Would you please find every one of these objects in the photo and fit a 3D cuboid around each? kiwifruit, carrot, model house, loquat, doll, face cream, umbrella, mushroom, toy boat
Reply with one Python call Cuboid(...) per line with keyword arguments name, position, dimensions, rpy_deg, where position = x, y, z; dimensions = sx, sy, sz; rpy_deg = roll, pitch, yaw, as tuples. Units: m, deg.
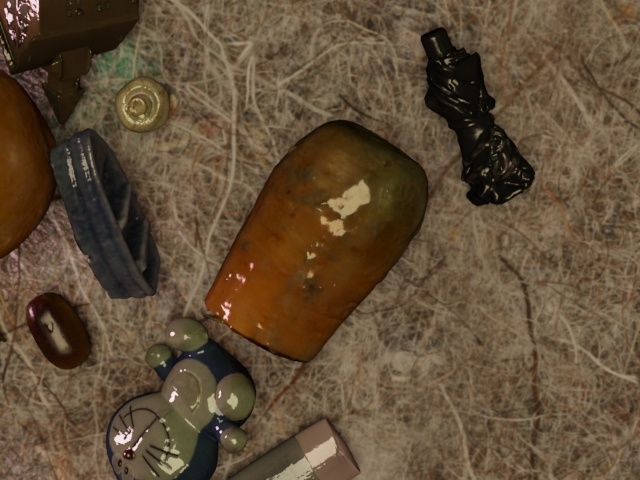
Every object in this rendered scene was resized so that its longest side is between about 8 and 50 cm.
Cuboid(name="kiwifruit", position=(-0.395, 0.137, 1.867), dimensions=(0.075, 0.075, 0.124), rpy_deg=(-32, 93, 4))
Cuboid(name="carrot", position=(0.000, 0.000, 1.778), dimensions=(0.224, 0.224, 0.341), rpy_deg=(32, 99, -4))
Cuboid(name="model house", position=(-0.386, -0.287, 1.798), dimensions=(0.176, 0.181, 0.248), rpy_deg=(35, 129, 34))
Cuboid(name="loquat", position=(-0.532, -0.104, 1.718), dimensions=(0.328, 0.328, 0.329), rpy_deg=(0, 97, 0))
Cuboid(name="doll", position=(-0.212, 0.270, 1.846), dimensions=(0.258, 0.154, 0.228), rpy_deg=(-46, 62, -2))
Cuboid(name="face cream", position=(-0.075, 0.383, 1.895), dimensions=(0.269, 0.073, 0.107), rpy_deg=(-33, 101, 4))
Cuboid(name="umbrella", position=(0.215, -0.182, 1.807), dimensions=(0.110, 0.122, 0.272), rpy_deg=(-22, 106, 25))
Cuboid(name="mushroom", position=(-0.264, -0.200, 1.829), dimensions=(0.083, 0.067, 0.084), rpy_deg=(0, 104, 2))
Cuboid(name="toy boat", position=(-0.305, -0.040, 1.775), dimensions=(0.078, 0.127, 0.283), rpy_deg=(-11, 129, 11))

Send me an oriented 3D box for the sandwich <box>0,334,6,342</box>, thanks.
Cuboid(name="sandwich", position=(-0.654, 0.163, 1.851), dimensions=(0.292, 0.109, 0.212), rpy_deg=(31, 95, -4))
